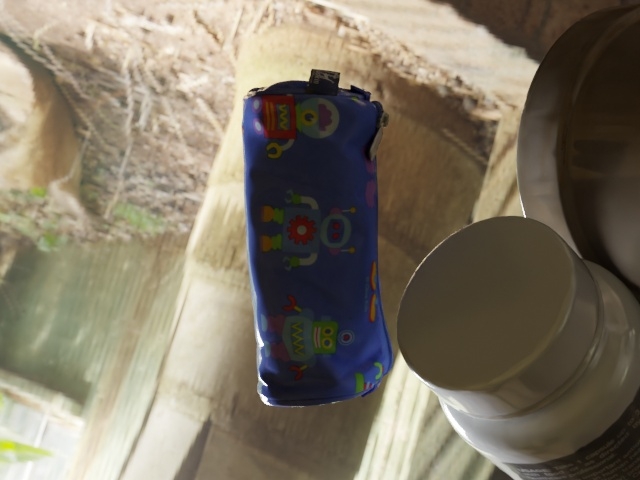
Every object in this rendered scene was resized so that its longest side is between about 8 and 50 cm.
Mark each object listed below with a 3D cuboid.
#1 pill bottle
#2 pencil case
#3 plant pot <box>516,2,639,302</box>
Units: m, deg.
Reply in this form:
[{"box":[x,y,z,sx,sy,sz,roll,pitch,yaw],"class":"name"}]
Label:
[{"box":[0.239,0.142,0.927,0.204,0.204,0.361,6,153,45],"class":"pill bottle"},{"box":[0.000,0.000,0.886,0.133,0.306,0.119,0,-172,14],"class":"pencil case"},{"box":[0.401,-0.081,0.940,0.323,0.323,0.280,22,174,-29],"class":"plant pot"}]
